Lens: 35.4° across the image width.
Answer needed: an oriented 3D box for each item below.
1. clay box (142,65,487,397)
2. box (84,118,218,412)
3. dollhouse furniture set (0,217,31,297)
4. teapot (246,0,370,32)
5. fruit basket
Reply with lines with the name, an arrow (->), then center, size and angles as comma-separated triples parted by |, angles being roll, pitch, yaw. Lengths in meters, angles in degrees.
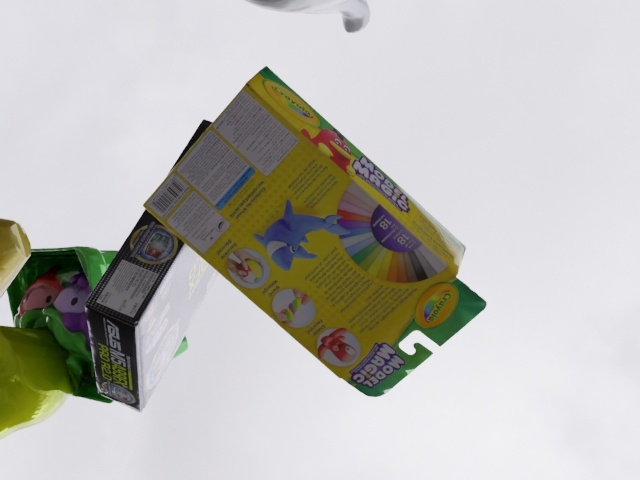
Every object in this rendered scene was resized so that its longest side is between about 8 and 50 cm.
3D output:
clay box -> 0.000, 0.000, 0.710 | 0.222, 0.053, 0.127 | 42, -62, -7
box -> -0.167, 0.029, 1.130 | 0.060, 0.216, 0.270 | 22, -124, 7
dollhouse furniture set -> -0.199, -0.156, 0.423 | 0.198, 0.303, 0.286 | -21, -131, 10
teapot -> 0.008, -0.329, 0.862 | 0.256, 0.187, 0.252 | -22, -89, 54
fruit basket -> -0.444, 0.154, 1.608 | 0.392, 0.392, 0.282 | -7, -84, 34
